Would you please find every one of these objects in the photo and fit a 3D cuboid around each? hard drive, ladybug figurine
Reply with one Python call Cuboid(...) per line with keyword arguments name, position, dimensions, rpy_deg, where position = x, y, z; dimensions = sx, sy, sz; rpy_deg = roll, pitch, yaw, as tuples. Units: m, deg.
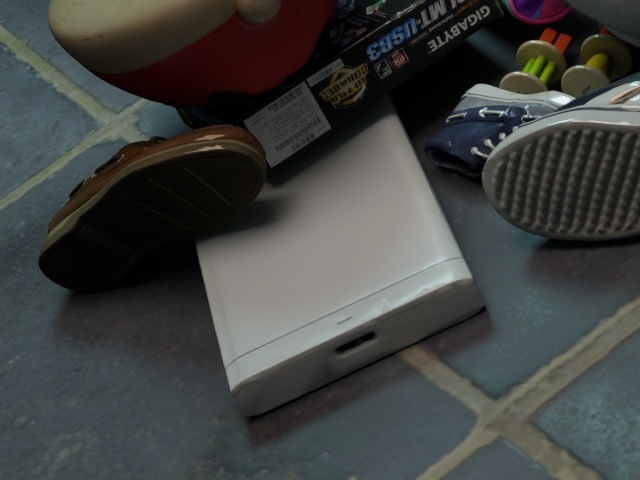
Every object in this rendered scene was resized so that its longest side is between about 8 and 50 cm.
Cuboid(name="hard drive", position=(0.000, 0.000, 1.708), dimensions=(0.233, 0.047, 0.353), rpy_deg=(-26, 33, 4))
Cuboid(name="ladybug figurine", position=(-0.112, -0.243, 1.815), dimensions=(0.305, 0.162, 0.449), rpy_deg=(-31, 21, -5))

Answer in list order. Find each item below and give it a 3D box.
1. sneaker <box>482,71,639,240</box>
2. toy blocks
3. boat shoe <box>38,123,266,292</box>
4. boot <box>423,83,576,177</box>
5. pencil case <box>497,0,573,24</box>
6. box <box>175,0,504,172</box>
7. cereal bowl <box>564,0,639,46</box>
Cuboid(name="sneaker", position=(0.298, -0.090, 1.546), dimensions=(0.321, 0.126, 0.127), rpy_deg=(-12, 26, 32))
Cuboid(name="toy blocks", position=(0.254, -0.189, 1.768), dimensions=(0.123, 0.054, 0.148), rpy_deg=(-2, 40, 37))
Cuboid(name="boat shoe", position=(-0.167, -0.056, 1.772), dimensions=(0.307, 0.110, 0.104), rpy_deg=(-25, 39, 38))
Cuboid(name="boot", position=(0.182, -0.091, 1.690), dimensions=(0.086, 0.069, 0.190), rpy_deg=(-49, 30, -17))
Cuboid(name="pencil case", position=(0.180, -0.287, 1.883), dimensions=(0.104, 0.104, 0.236), rpy_deg=(-36, 26, -11))
Cuboid(name="box", position=(0.003, -0.199, 1.891), dimensions=(0.293, 0.073, 0.295), rpy_deg=(-32, 22, -11))
Cuboid(name="cereal bowl", position=(0.346, -0.265, 1.676), dimensions=(0.339, 0.141, 0.339), rpy_deg=(2, 31, -1))
